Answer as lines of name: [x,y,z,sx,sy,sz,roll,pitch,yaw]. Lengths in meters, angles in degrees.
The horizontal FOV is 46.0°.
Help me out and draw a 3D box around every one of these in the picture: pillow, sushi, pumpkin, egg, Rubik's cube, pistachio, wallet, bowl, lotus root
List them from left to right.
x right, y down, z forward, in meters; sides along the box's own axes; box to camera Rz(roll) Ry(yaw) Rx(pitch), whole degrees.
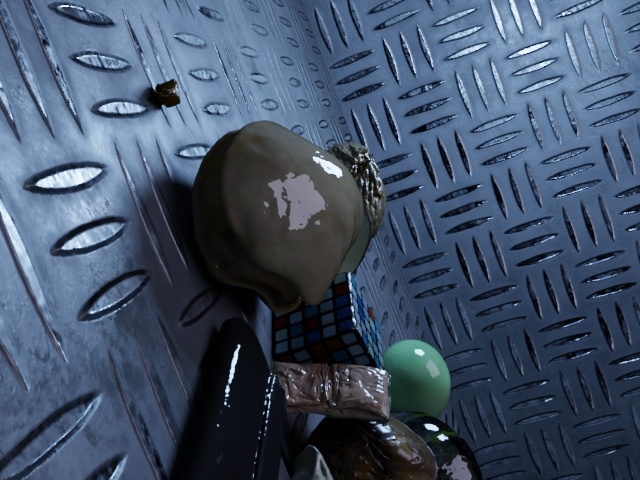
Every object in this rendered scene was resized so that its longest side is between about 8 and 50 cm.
sushi: [-0.279,-0.266,1.367,0.099,0.047,0.050,-129,-152,-78]
wallet: [-0.119,0.312,1.142,0.406,0.062,0.228,-84,152,-62]
pistachio: [-0.075,-0.044,1.436,0.445,0.282,0.365,-4,83,-62]
bowl: [0.000,0.000,1.808,0.126,0.237,0.237,35,-9,33]
Rubik's cube: [0.017,0.206,1.589,0.184,0.182,0.187,-92,159,-52]
pillow: [0.017,0.279,1.409,0.126,0.233,0.043,-81,173,-56]
lotus root: [0.075,0.439,1.409,0.192,0.272,0.272,42,30,-47]
pumpkin: [0.193,0.517,1.586,0.323,0.242,0.323,21,-65,55]
egg: [0.279,0.426,2.264,0.220,0.221,0.269,-87,162,-59]

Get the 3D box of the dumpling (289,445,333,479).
dumpling: [-0.027,0.452,1.214,0.215,0.126,0.166,69,-25,12]

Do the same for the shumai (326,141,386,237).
shumai: [0.123,-0.123,2.424,0.283,0.217,0.345,46,25,-60]
